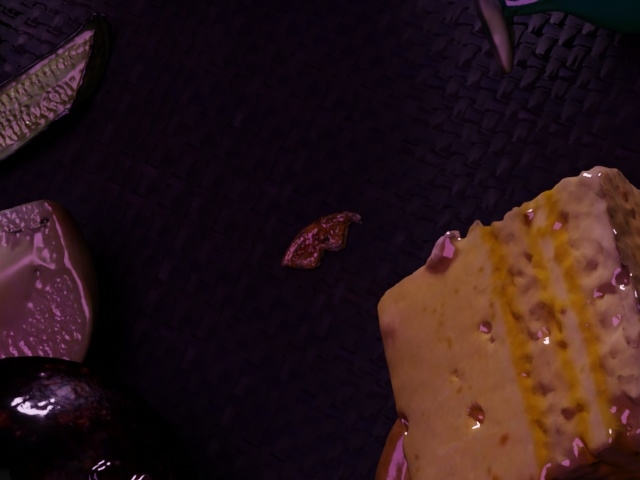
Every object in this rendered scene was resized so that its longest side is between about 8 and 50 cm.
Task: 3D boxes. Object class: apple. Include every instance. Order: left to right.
[{"bbox_3d":[-0.303,0.079,1.680,0.265,0.120,0.193,-16,83,24],"label":"apple"}]

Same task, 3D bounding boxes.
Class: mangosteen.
[{"bbox_3d":[-0.237,0.251,1.523,0.297,0.313,0.297,6,59,-10],"label":"mangosteen"}]

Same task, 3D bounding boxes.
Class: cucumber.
[{"bbox_3d":[-0.272,-0.128,1.762,0.220,0.046,0.070,-35,66,14],"label":"cucumber"}]

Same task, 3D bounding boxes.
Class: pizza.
[{"bbox_3d":[0.000,0.000,1.613,0.083,0.016,0.037,-34,71,12],"label":"pizza"}]

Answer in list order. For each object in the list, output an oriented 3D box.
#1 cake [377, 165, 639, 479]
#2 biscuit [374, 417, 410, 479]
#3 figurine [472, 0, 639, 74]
[{"bbox_3d":[0.173,0.125,1.349,0.286,0.222,0.227,-31,50,31],"label":"cake"},{"bbox_3d":[0.108,0.212,1.494,0.144,0.033,0.224,-13,70,21],"label":"biscuit"},{"bbox_3d":[0.276,-0.275,1.456,0.340,0.231,0.323,-17,43,13],"label":"figurine"}]
